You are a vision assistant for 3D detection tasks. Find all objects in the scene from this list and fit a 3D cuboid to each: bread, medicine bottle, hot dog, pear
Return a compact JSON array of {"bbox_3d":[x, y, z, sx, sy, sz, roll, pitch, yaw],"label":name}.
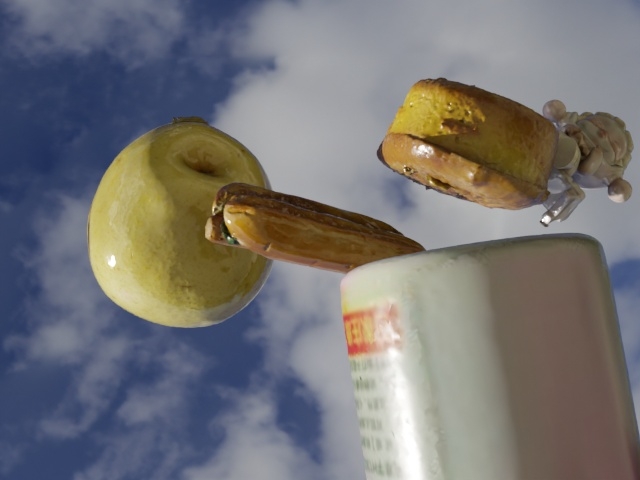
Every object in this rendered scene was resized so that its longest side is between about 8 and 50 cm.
[{"bbox_3d":[0.212,-0.126,1.263,0.268,0.268,0.145,19,-88,-35],"label":"bread"},{"bbox_3d":[0.147,0.198,0.719,0.219,0.219,0.388,-6,-97,-33],"label":"medicine bottle"},{"bbox_3d":[0.000,0.000,0.928,0.249,0.100,0.068,15,-79,-30],"label":"hot dog"},{"bbox_3d":[-0.209,-0.023,1.410,0.309,0.309,0.309,-7,-77,-33],"label":"pear"}]

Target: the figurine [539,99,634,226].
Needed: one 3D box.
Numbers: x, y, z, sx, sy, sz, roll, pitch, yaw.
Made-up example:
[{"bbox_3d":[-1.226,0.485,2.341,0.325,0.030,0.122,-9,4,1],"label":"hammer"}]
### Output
[{"bbox_3d":[0.414,-0.127,1.442,0.257,0.182,0.144,-17,-48,-41],"label":"figurine"}]
